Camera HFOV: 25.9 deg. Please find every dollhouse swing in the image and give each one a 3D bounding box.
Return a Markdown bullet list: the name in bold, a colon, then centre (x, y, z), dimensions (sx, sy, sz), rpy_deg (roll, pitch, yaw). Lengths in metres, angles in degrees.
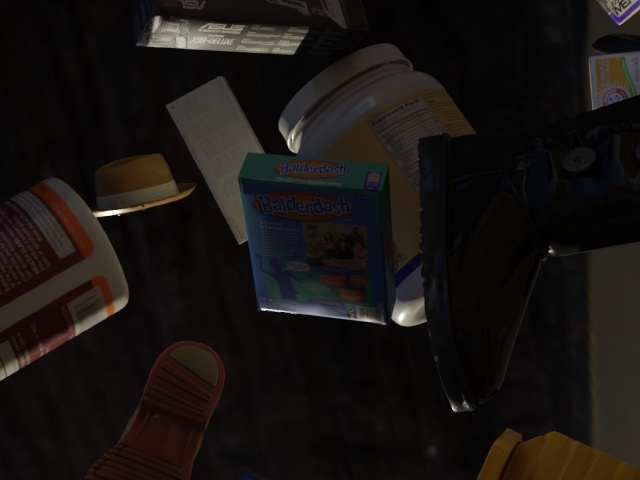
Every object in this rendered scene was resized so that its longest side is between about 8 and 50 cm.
- **dollhouse swing**: centre (0.359, 0.421, 1.904), dimensions (0.315, 0.346, 0.305), rpy_deg (-63, -15, -14)

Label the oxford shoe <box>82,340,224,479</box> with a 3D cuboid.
- **oxford shoe**: centre (-0.251, 0.341, 2.009), dimensions (0.397, 0.140, 0.146), rpy_deg (-60, -4, -30)

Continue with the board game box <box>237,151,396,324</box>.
- **board game box**: centre (0.000, 0.000, 1.553), dimensions (0.210, 0.160, 0.047), rpy_deg (85, -163, -44)

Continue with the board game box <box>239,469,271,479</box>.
- **board game box**: centre (-0.094, 0.446, 1.445), dimensions (0.302, 0.086, 0.308), rpy_deg (82, -148, -55)

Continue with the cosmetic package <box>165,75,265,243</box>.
- **cosmetic package**: centre (-0.135, -0.122, 2.118), dimensions (0.239, 0.098, 0.060), rpy_deg (63, -177, -2)

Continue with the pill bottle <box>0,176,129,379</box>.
- **pill bottle**: centre (-0.493, 0.094, 1.979), dimensions (0.224, 0.392, 0.224), rpy_deg (48, 157, 28)

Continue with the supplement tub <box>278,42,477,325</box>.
- **supplement tub**: centre (0.115, -0.078, 1.898), dimensions (0.331, 0.241, 0.241), rpy_deg (56, 173, 15)

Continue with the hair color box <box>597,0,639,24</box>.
- **hair color box**: centre (0.492, -0.432, 1.775), dimensions (0.110, 0.339, 0.185), rpy_deg (51, 150, 3)

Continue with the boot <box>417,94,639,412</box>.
- **boot**: centre (0.341, -0.007, 1.574), dimensions (0.146, 0.445, 0.367), rpy_deg (62, -157, -57)

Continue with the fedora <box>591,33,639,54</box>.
- **fedora**: centre (0.586, -0.236, 2.218), dimensions (0.334, 0.334, 0.153), rpy_deg (-109, 27, -75)

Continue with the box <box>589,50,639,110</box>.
- **box**: centre (0.498, -0.208, 2.024), dimensions (0.103, 0.203, 0.114), rpy_deg (56, -147, -64)

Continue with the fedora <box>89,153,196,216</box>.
- **fedora**: centre (-0.297, -0.092, 2.210), dimensions (0.194, 0.194, 0.079), rpy_deg (-114, 12, -81)

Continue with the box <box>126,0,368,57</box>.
- **box**: centre (-0.109, -0.364, 1.796), dimensions (0.076, 0.307, 0.243), rpy_deg (-44, 53, 53)
